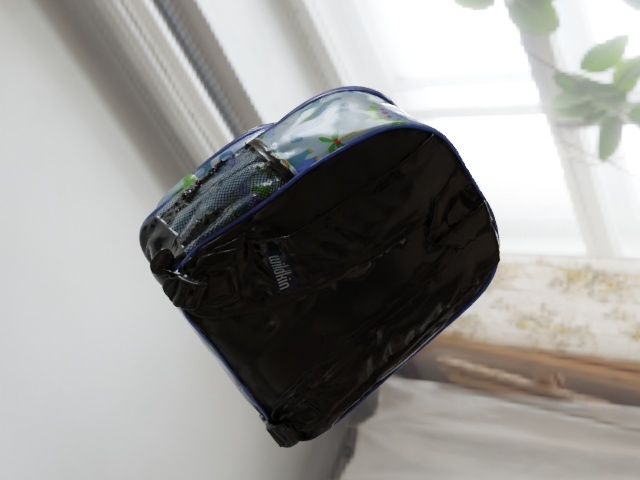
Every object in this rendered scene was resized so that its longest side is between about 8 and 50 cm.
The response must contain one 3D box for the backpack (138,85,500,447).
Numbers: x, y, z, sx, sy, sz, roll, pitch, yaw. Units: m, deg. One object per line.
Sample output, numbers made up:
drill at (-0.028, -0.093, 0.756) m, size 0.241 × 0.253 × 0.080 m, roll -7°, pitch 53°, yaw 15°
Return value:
backpack at (0.000, 0.000, 0.410) m, size 0.114 × 0.084 × 0.105 m, roll -36°, pitch -56°, yaw -5°
